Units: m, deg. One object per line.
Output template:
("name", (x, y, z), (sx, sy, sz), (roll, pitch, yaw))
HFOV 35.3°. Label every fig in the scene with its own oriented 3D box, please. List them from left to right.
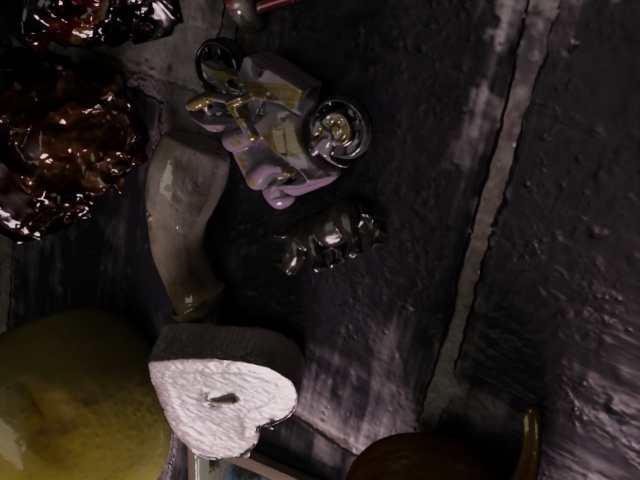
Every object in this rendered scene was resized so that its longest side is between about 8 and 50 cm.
("fig", (0.133, 0.268, 0.985), (0.207, 0.175, 0.175), (-16, 96, 19))

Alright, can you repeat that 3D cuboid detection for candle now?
("candle", (-0.118, 0.162, 1.141), (0.168, 0.068, 0.192), (35, 127, -15))

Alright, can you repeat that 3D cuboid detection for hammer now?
("hammer", (-0.052, -0.239, 1.020), (0.083, 0.052, 0.031), (-12, 61, 20))

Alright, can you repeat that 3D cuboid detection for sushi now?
("sushi", (-0.276, -0.280, 1.094), (0.172, 0.150, 0.153), (-4, 103, 37))

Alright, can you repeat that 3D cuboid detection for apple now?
("apple", (-0.346, 0.242, 1.266), (0.295, 0.233, 0.258), (-36, 79, 39))

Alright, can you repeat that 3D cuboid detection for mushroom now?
("mushroom", (-0.152, -0.010, 1.138), (0.081, 0.092, 0.223), (-142, 52, -63))

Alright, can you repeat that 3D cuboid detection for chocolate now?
("chocolate", (-0.278, -0.109, 1.118), (0.177, 0.206, 0.224), (3, 106, 34))

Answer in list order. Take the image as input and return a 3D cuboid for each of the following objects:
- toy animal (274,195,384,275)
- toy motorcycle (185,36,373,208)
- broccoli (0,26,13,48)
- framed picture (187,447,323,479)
("toy animal", (0.000, 0.000, 1.054), (0.135, 0.047, 0.065), (-26, 84, 40))
("toy motorcycle", (-0.049, -0.110, 1.036), (0.225, 0.073, 0.152), (28, 122, 25))
("broccoli", (-0.513, -0.156, 1.292), (0.361, 0.221, 0.252), (9, 104, 45))
("framed picture", (-0.074, 0.408, 1.257), (0.232, 0.024, 0.315), (14, 112, 34))
